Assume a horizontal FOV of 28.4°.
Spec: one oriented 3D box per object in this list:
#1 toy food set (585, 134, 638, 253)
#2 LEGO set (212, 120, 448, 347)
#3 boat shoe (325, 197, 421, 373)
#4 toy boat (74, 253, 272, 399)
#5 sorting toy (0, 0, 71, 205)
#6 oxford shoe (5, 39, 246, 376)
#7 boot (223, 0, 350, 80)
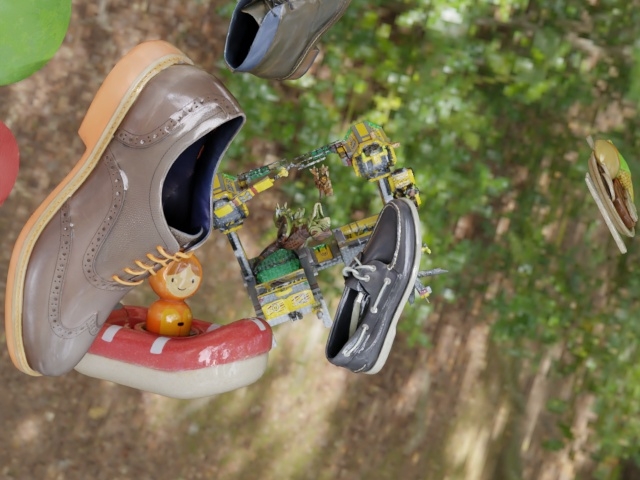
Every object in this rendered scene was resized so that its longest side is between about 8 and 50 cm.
[{"bbox_3d":[0.384,-0.067,1.632,0.132,0.039,0.192,60,21,-13],"label":"toy food set"},{"bbox_3d":[0.000,0.000,1.738,0.192,0.331,0.254,-112,-169,-57],"label":"LEGO set"},{"bbox_3d":[0.057,0.049,1.410,0.065,0.075,0.206,10,100,-31],"label":"boat shoe"},{"bbox_3d":[-0.162,0.082,1.379,0.151,0.231,0.151,-10,109,-65],"label":"toy boat"},{"bbox_3d":[-0.314,-0.194,1.120,0.127,0.126,0.365,4,112,-52],"label":"sorting toy"},{"bbox_3d":[-0.190,-0.003,1.206,0.130,0.133,0.363,-10,131,-58],"label":"oxford shoe"},{"bbox_3d":[-0.032,-0.274,1.446,0.106,0.082,0.219,-12,136,-48],"label":"boot"}]
